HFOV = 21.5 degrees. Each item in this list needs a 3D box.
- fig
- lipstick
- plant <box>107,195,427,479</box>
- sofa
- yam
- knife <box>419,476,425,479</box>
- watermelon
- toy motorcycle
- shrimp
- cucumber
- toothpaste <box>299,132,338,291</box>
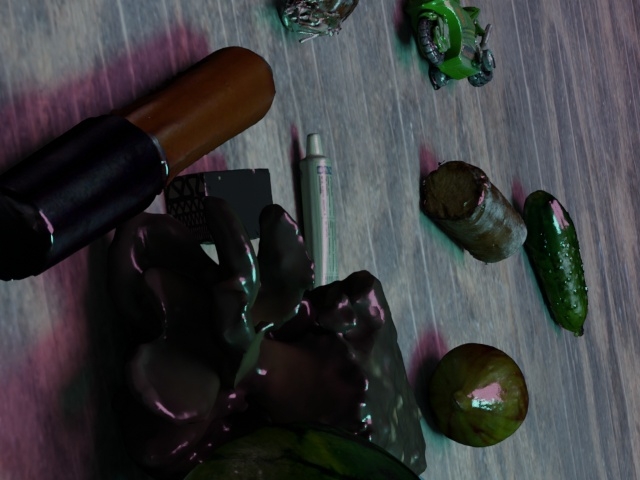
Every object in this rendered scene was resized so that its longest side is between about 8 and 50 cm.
[{"bbox_3d":[0.158,0.163,1.738,0.109,0.103,0.155,59,16,3],"label":"fig"},{"bbox_3d":[-0.127,-0.069,1.229,0.418,0.077,0.077,-45,122,-62],"label":"lipstick"},{"bbox_3d":[-0.036,0.101,1.230,0.276,0.188,0.199,56,32,-44],"label":"plant"},{"bbox_3d":[-0.079,-0.027,1.363,0.118,0.039,0.060,-10,90,-65],"label":"sofa"},{"bbox_3d":[0.170,-0.029,1.858,0.141,0.079,0.079,42,45,-55],"label":"yam"},{"bbox_3d":[0.069,0.221,1.613,0.222,0.031,0.064,58,37,-34],"label":"knife"},{"bbox_3d":[0.031,0.216,1.114,0.301,0.129,0.123,56,2,-36],"label":"watermelon"},{"bbox_3d":[0.144,-0.231,1.887,0.190,0.074,0.106,11,64,-64],"label":"toy motorcycle"},{"bbox_3d":[-0.005,-0.217,1.563,0.056,0.065,0.165,50,29,9],"label":"shrimp"},{"bbox_3d":[0.303,0.034,2.145,0.069,0.069,0.227,-67,145,-49],"label":"cucumber"},{"bbox_3d":[0.000,0.000,1.539,0.048,0.029,0.197,2,83,-62],"label":"toothpaste"}]
